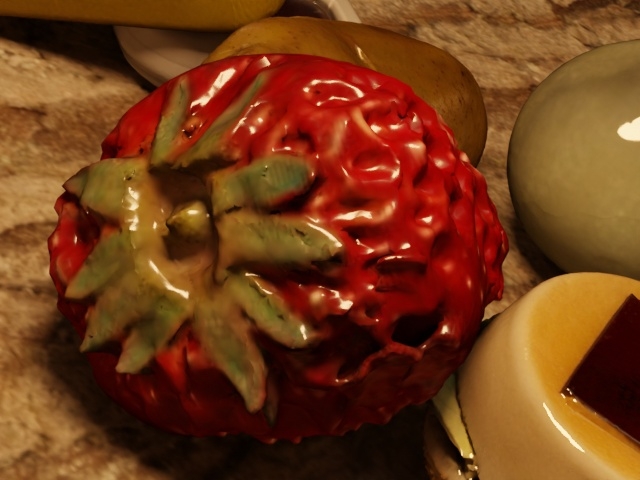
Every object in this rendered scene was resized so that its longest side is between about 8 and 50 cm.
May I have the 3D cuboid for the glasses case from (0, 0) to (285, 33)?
[{"bbox_3d":[-0.205,-0.295,1.542,0.371,0.141,0.173,6,44,10],"label":"glasses case"}]

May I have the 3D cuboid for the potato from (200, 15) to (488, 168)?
[{"bbox_3d":[0.020,-0.099,1.521,0.369,0.176,0.195,-10,44,-48],"label":"potato"}]

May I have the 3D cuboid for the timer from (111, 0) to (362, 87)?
[{"bbox_3d":[-0.087,-0.215,1.673,0.262,0.087,0.237,6,39,-27],"label":"timer"}]

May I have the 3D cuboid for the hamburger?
[{"bbox_3d":[0.224,0.163,1.306,0.302,0.170,0.302,19,38,-15],"label":"hamburger"}]

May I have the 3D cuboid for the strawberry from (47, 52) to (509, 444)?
[{"bbox_3d":[0.000,0.000,1.260,0.295,0.317,0.345,54,28,16],"label":"strawberry"}]

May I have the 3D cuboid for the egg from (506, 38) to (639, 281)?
[{"bbox_3d":[0.341,-0.058,1.595,0.352,0.258,0.258,5,39,-19],"label":"egg"}]
